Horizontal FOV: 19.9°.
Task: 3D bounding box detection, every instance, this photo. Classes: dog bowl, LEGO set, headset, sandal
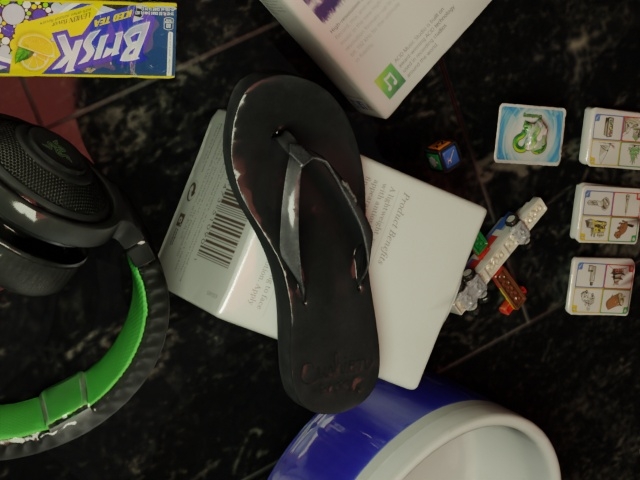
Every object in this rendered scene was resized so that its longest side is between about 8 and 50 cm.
[{"bbox_3d":[0.067,0.239,1.455,0.265,0.104,0.265,-22,125,-36],"label":"dog bowl"},{"bbox_3d":[0.175,-0.027,1.555,0.244,0.060,0.182,1,98,-38],"label":"LEGO set"},{"bbox_3d":[-0.269,-0.017,1.280,0.243,0.185,0.394,-29,128,2],"label":"headset"},{"bbox_3d":[0.001,0.000,1.288,0.097,0.054,0.254,-20,106,-22],"label":"sandal"}]

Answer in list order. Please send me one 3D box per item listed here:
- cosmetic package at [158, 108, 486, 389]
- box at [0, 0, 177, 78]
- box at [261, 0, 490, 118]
[{"bbox_3d":[-0.004,0.004,1.404,0.183,0.151,0.151,23,89,-27],"label":"cosmetic package"},{"bbox_3d":[-0.192,-0.150,1.341,0.169,0.054,0.059,-1,100,-25],"label":"box"},{"bbox_3d":[0.018,-0.287,1.422,0.232,0.058,0.322,-48,116,-12],"label":"box"}]
